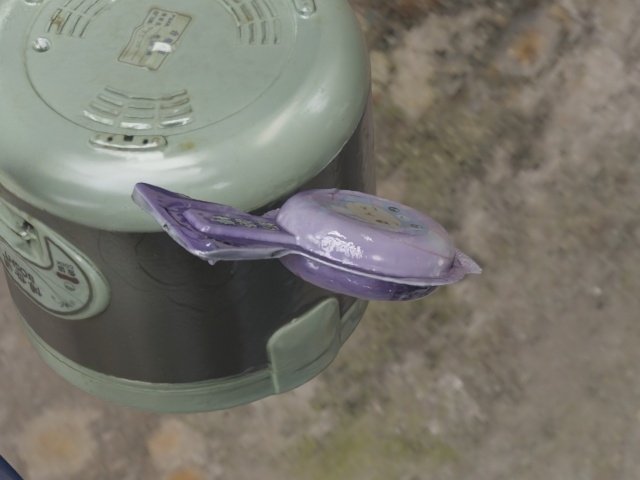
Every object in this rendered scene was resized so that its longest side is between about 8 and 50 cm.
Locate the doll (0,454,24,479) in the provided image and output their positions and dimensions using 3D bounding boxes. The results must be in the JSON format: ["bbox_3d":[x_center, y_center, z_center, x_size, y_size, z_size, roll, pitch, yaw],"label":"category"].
[{"bbox_3d":[-0.177,0.170,0.540,0.240,0.284,0.310,8,129,2],"label":"doll"}]

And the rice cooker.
[{"bbox_3d":[-0.099,-0.045,1.329,0.288,0.288,0.277,-21,142,-15],"label":"rice cooker"}]

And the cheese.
[{"bbox_3d":[0.000,0.000,1.032,0.191,0.105,0.042,5,109,-31],"label":"cheese"}]
